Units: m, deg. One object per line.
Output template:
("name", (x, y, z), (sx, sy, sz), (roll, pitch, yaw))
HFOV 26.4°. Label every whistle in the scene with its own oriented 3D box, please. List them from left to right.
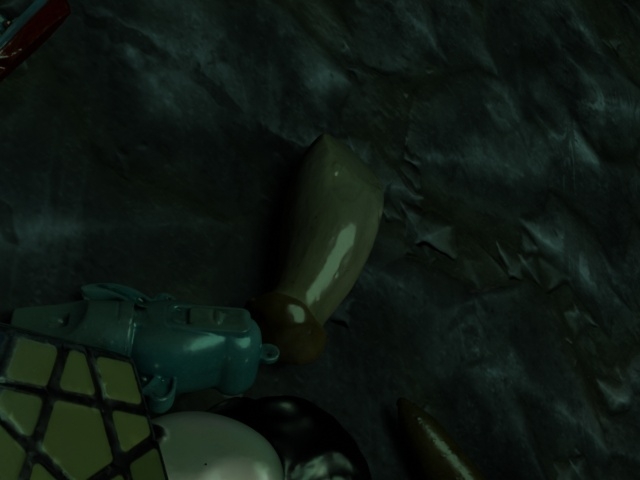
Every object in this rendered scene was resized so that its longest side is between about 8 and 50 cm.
("whistle", (-0.177, 0.104, 1.386), (0.274, 0.093, 0.186), (6, 35, -8))

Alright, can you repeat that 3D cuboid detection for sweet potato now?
("sweet potato", (0.178, 0.362, 1.726), (0.108, 0.079, 0.346), (-8, 75, -20))

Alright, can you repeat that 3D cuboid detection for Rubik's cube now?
("Rubik's cube", (-0.282, 0.202, 1.149), (0.264, 0.319, 0.319), (64, 29, -46))

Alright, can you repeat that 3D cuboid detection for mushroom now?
("mushroom", (0.000, 0.000, 1.690), (0.128, 0.128, 0.350), (42, 48, -24))

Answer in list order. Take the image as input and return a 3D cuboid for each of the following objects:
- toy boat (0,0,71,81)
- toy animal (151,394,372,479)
("toy boat", (-0.331, -0.234, 1.489), (0.059, 0.069, 0.173), (41, 49, -7))
("toy animal", (-0.090, 0.263, 1.371), (0.267, 0.213, 0.212), (-15, 81, -51))
